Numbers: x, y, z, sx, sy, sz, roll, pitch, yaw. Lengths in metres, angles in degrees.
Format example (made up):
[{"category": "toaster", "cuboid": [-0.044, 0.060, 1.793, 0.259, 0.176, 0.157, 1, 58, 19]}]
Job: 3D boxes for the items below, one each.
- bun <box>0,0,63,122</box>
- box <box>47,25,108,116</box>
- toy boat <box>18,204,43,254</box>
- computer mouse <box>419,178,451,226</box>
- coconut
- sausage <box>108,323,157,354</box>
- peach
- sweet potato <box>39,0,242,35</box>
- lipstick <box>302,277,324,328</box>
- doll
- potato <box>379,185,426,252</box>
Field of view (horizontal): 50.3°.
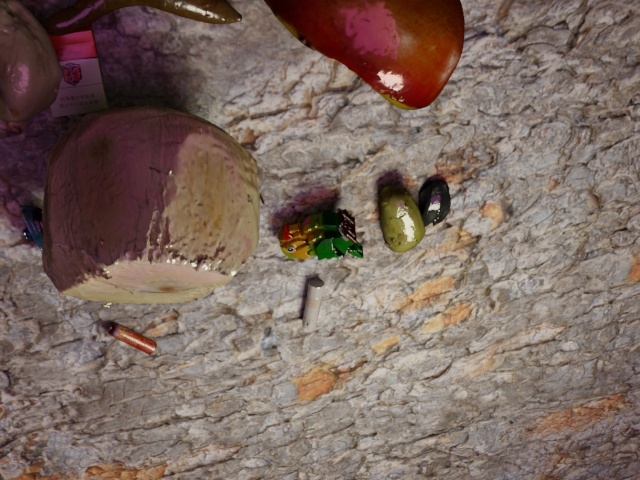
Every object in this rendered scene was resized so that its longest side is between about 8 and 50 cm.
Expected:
[{"category": "bun", "cuboid": [-0.513, -0.304, 1.097, 0.145, 0.229, 0.229, -49, 133, -21]}, {"category": "box", "cuboid": [-0.442, -0.301, 1.210, 0.100, 0.048, 0.152, -11, 126, -15]}, {"category": "toy boat", "cuboid": [-0.563, -0.016, 1.369, 0.061, 0.060, 0.137, 0, 135, 10]}, {"category": "computer mouse", "cuboid": [0.275, -0.082, 1.629, 0.079, 0.047, 0.135, -6, 129, -15]}, {"category": "coconut", "cuboid": [-0.298, -0.080, 1.236, 0.405, 0.404, 0.404, -10, 128, -13]}, {"category": "sausage", "cuboid": [-0.447, 0.230, 1.607, 0.034, 0.034, 0.129, -42, 128, 13]}, {"category": "peach", "cuboid": [0.099, -0.403, 1.163, 0.242, 0.306, 0.380, -43, 132, 20]}, {"category": "sweet potato", "cuboid": [-0.299, -0.410, 1.151, 0.346, 0.079, 0.108, -10, 117, -18]}, {"category": "lipstick", "cuboid": [-0.019, 0.160, 1.705, 0.040, 0.040, 0.141, -3, 126, -18]}, {"category": "doll", "cuboid": [-0.001, -0.005, 1.548, 0.187, 0.106, 0.134, -6, 142, 5]}, {"category": "potato", "cuboid": [0.187, -0.051, 1.599, 0.105, 0.085, 0.188, -10, 128, 15]}]
